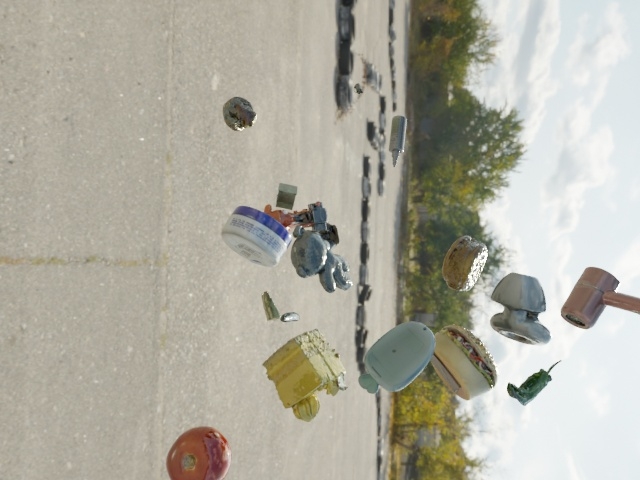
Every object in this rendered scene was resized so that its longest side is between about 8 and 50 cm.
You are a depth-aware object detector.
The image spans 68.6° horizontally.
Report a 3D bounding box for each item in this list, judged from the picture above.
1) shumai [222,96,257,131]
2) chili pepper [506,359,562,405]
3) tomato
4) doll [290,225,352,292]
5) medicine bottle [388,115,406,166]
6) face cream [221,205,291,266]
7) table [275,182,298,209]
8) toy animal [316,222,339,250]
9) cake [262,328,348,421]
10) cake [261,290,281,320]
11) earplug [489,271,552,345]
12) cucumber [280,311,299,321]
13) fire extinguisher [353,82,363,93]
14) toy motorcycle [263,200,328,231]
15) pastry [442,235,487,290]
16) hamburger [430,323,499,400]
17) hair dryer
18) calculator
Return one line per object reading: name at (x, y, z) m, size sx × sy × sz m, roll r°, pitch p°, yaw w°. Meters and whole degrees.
shumai at (-0.292, -0.481, 1.765) m, size 0.139 × 0.105 × 0.123 m, roll -66°, pitch 140°, yaw -58°
chili pepper at (0.766, 0.521, 1.705) m, size 0.279 × 0.065 × 0.122 m, roll -17°, pitch 123°, yaw -32°
tomato at (-0.365, 0.662, 1.425) m, size 0.136 × 0.195 × 0.195 m, roll 52°, pitch 41°, yaw -70°
doll at (-0.006, 0.096, 1.827) m, size 0.340 × 0.158 × 0.245 m, roll 37°, pitch 39°, yaw -51°
medicine bottle at (0.288, -0.370, 1.770) m, size 0.057 × 0.058 × 0.199 m, roll 50°, pitch 47°, yaw -73°
face cream at (-0.202, -0.006, 1.459) m, size 0.111 × 0.206 × 0.206 m, roll -63°, pitch 160°, yaw -20°
table at (-0.141, -0.181, 1.929) m, size 0.062 × 0.079 × 0.083 m, roll -88°, pitch -168°, yaw -53°
toy animal at (0.000, 0.000, 2.245) m, size 0.138 × 0.179 × 0.166 m, roll 57°, pitch -7°, yaw 24°
cake at (-0.048, 0.528, 1.830) m, size 0.286 × 0.227 × 0.222 m, roll 53°, pitch 21°, yaw 17°
cake at (-0.230, 0.291, 2.069) m, size 0.055 × 0.051 × 0.140 m, roll -12°, pitch 69°, yaw -55°
earplug at (0.723, 0.261, 1.696) m, size 0.175 × 0.214 × 0.325 m, roll -44°, pitch 129°, yaw -35°
cucumber at (-0.104, 0.266, 1.630) m, size 0.184 × 0.033 × 0.036 m, roll 28°, pitch 77°, yaw -72°
fire extinguisher at (0.158, -0.633, 1.969) m, size 0.083 × 0.038 × 0.025 m, roll -98°, pitch 179°, yaw -52°
toy motorcycle at (-0.119, -0.086, 1.934) m, size 0.221 × 0.326 × 0.147 m, roll 177°, pitch -96°, yaw -79°
pastry at (0.629, 0.111, 2.021) m, size 0.240 × 0.132 × 0.235 m, roll -46°, pitch 137°, yaw -18°
hamburger at (0.544, 0.461, 1.790) m, size 0.300 × 0.176 × 0.300 m, roll 53°, pitch -12°, yaw 17°
hair dryer at (1.045, 0.230, 1.636) m, size 0.125 × 0.352 × 0.210 m, roll 44°, pitch 77°, yaw -27°
calculator at (0.250, 0.391, 1.562) m, size 0.185 × 0.299 × 0.041 m, roll 46°, pitch -6°, yaw 43°
